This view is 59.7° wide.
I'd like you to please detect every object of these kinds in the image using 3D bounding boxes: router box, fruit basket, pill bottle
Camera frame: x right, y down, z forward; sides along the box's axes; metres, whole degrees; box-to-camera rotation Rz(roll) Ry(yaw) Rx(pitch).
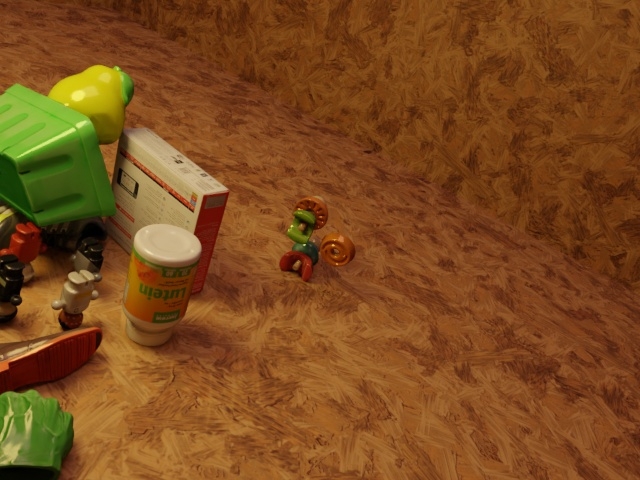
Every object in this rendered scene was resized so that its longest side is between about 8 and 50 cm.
[{"bbox_3d":[-0.398,-0.073,1.395,0.335,0.301,0.082,37,31,26],"label":"router box"},{"bbox_3d":[-0.588,-0.239,1.308,0.391,0.283,0.392,0,35,0],"label":"fruit basket"},{"bbox_3d":[-0.343,0.101,1.183,0.136,0.246,0.136,16,29,-9],"label":"pill bottle"}]

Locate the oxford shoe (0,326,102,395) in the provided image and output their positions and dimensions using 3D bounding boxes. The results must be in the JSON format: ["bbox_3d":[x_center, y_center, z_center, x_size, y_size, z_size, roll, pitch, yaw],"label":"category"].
[{"bbox_3d":[-0.537,0.209,1.028,0.098,0.097,0.271,30,29,29],"label":"oxford shoe"}]

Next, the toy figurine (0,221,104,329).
[{"bbox_3d":[-0.576,0.083,1.180,0.209,0.148,0.213,15,26,-23],"label":"toy figurine"}]

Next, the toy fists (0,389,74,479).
[{"bbox_3d":[-0.533,0.304,0.864,0.279,0.096,0.142,10,39,-23],"label":"toy fists"}]

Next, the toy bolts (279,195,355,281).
[{"bbox_3d":[0.000,0.000,1.616,0.218,0.229,0.158,29,38,4],"label":"toy bolts"}]

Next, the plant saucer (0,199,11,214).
[{"bbox_3d":[-0.914,-0.122,1.347,0.400,0.101,0.401,17,29,-9],"label":"plant saucer"}]

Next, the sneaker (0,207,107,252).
[{"bbox_3d":[-0.651,-0.024,1.350,0.121,0.111,0.300,37,34,20],"label":"sneaker"}]
